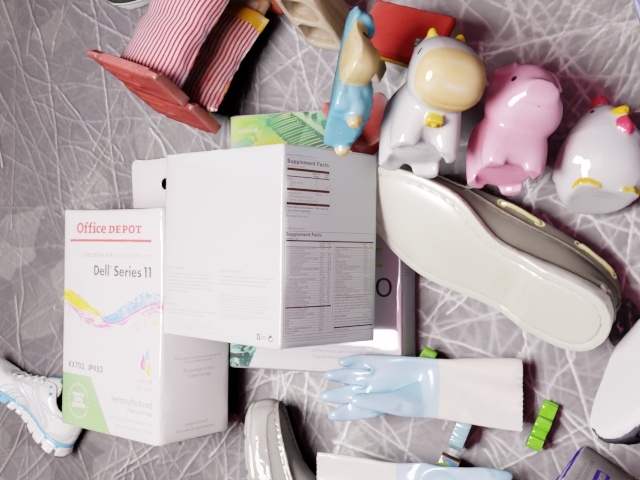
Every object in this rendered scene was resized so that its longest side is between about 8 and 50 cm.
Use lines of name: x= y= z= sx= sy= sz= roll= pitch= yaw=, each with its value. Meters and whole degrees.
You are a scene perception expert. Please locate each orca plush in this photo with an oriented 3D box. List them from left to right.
orca plush: x=0.390 y=0.092 z=0.894 sx=0.287 sy=0.102 sz=0.151 roll=-68 pitch=22 yaw=-2

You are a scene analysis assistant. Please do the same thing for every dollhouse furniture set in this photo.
dollhouse furniture set: x=-0.051 y=-0.217 z=0.995 sx=0.374 sy=0.152 sz=0.201 roll=21 pitch=80 yaw=29

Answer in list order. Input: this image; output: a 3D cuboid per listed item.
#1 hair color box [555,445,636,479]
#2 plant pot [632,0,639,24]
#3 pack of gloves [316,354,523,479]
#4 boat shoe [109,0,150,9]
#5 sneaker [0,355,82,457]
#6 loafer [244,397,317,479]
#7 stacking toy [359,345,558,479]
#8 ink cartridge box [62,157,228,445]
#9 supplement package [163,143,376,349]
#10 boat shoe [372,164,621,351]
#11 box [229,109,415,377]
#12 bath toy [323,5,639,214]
hair color box: x=0.363 y=0.350 z=0.828 sx=0.339 sy=0.185 sz=0.110 roll=35 pitch=102 yaw=20
plant pot: x=0.415 y=-0.201 z=0.793 sx=0.212 sy=0.236 sz=0.235 roll=-18 pitch=83 yaw=29
pack of gloves: x=0.106 y=0.225 z=0.957 sx=0.232 sy=0.046 sz=0.195 roll=0 pitch=83 yaw=12
boat shoe: x=-0.208 y=-0.367 z=1.155 sx=0.219 sy=0.070 sz=0.077 roll=-17 pitch=82 yaw=23
sneaker: x=-0.404 y=0.216 z=1.243 sx=0.191 sy=0.071 sz=0.083 roll=40 pitch=99 yaw=11
loafer: x=-0.009 y=0.341 z=1.044 sx=0.112 sy=0.112 sz=0.319 roll=-19 pitch=84 yaw=10
stacking toy: x=0.150 y=0.252 z=0.997 sx=0.167 sy=0.052 sz=0.221 roll=25 pitch=92 yaw=13
ink cartridge box: x=-0.225 y=0.063 z=1.105 sx=0.207 sy=0.119 sz=0.353 roll=0 pitch=89 yaw=40
supplement package: x=-0.056 y=0.006 z=0.952 sx=0.194 sy=0.149 sz=0.203 roll=1 pitch=90 yaw=43
boat shoe: x=0.185 y=0.005 z=0.948 sx=0.305 sy=0.091 sz=0.109 roll=33 pitch=129 yaw=14
box: x=0.000 y=0.000 z=1.064 sx=0.232 sy=0.058 sz=0.321 roll=-1 pitch=87 yaw=24
bath toy: x=0.181 y=-0.129 z=0.885 sx=0.348 sy=0.151 sz=0.129 roll=14 pitch=68 yaw=-14
